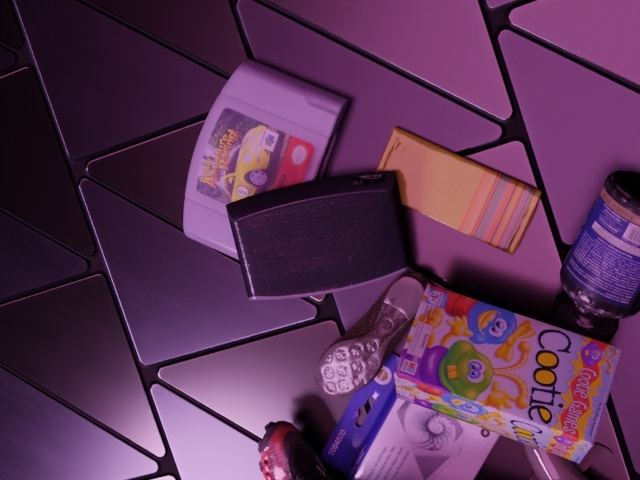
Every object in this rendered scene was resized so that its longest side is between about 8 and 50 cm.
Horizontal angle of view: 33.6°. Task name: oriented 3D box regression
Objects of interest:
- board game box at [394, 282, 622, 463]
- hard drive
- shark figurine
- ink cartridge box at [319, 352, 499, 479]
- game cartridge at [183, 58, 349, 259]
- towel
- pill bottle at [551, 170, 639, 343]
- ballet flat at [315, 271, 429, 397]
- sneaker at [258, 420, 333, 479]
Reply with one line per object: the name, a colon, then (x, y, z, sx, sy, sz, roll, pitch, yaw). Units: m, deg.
board game box: (0.256, 0.187, 1.475, 0.275, 0.144, 0.142, 18, 71, 13)
hard drive: (0.000, 0.000, 1.549, 0.254, 0.054, 0.172, -11, 108, 4)
shark figurine: (0.392, 0.363, 1.510, 0.278, 0.116, 0.166, 23, 106, 13)
ink cartridge box: (0.134, 0.308, 1.609, 0.224, 0.045, 0.223, 29, 106, 10)
game cartridge: (-0.095, -0.112, 1.602, 0.196, 0.060, 0.294, 24, 105, 15)
towel: (0.195, -0.073, 1.541, 0.237, 0.021, 0.102, 26, 102, 11)
pill bottle: (0.400, 0.027, 1.434, 0.122, 0.123, 0.219, 27, 118, 10)
ballet flat: (0.081, 0.141, 1.597, 0.084, 0.058, 0.250, 39, 112, 5)
sneaker: (-0.002, 0.400, 1.619, 0.135, 0.097, 0.276, -16, 97, 49)
